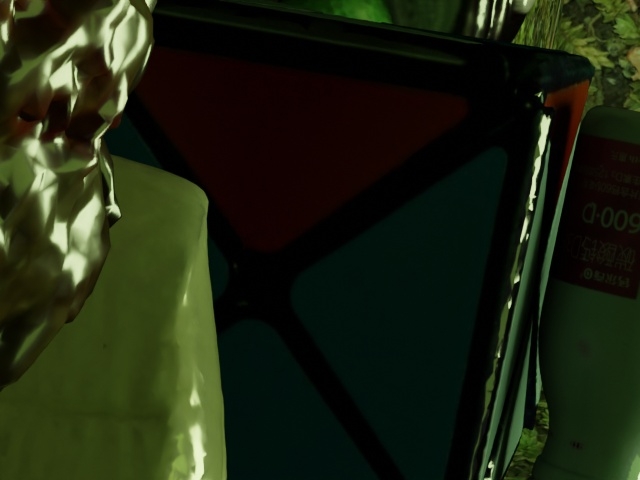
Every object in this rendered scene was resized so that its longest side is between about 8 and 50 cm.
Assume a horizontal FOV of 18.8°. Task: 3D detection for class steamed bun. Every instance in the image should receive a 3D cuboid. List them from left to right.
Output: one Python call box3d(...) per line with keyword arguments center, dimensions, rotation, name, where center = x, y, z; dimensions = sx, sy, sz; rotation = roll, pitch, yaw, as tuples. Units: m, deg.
box3d(center=(-0.131, 0.085, 0.621), dimensions=(0.155, 0.200, 0.250), rotation=(108, -8, -69), name="steamed bun")

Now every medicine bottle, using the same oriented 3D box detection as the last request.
box3d(center=(0.157, 0.044, 0.989), dimensions=(0.090, 0.090, 0.216), rotation=(-10, 112, -77), name="medicine bottle")

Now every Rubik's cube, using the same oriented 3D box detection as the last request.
box3d(center=(0.000, 0.000, 1.035), dimensions=(0.250, 0.246, 0.248), rotation=(-25, 126, -75), name="Rubik's cube")

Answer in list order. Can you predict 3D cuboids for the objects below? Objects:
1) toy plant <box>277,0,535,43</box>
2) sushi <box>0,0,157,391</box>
box3d(center=(0.026, -0.153, 1.262), dimensions=(0.235, 0.175, 0.218), rotation=(-13, 109, -47), name="toy plant")
box3d(center=(-0.143, -0.068, 0.378), dimensions=(0.225, 0.219, 0.238), rotation=(-43, 144, -76), name="sushi")
